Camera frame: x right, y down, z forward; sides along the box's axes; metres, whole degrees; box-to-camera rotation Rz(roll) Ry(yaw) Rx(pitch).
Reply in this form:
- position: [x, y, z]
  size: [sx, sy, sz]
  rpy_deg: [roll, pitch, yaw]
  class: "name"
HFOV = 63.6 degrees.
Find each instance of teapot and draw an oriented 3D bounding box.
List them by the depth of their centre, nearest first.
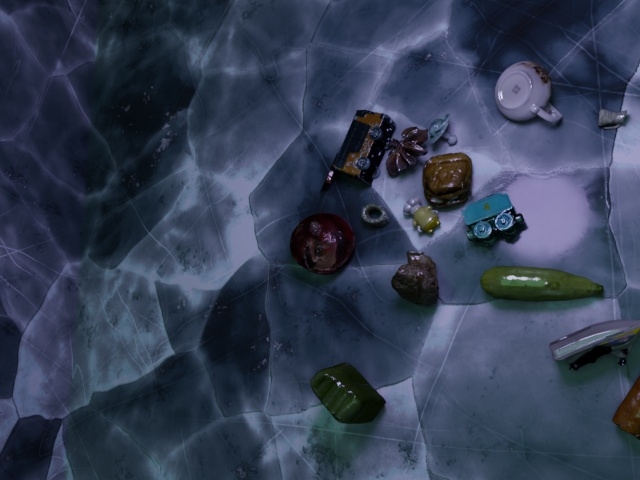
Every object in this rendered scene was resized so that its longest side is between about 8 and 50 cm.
- position: [0.971, -0.405, 1.718]
  size: [0.083, 0.057, 0.067]
  rpy_deg: [5, 117, 26]
  class: "teapot"
- position: [0.729, -0.520, 1.833]
  size: [0.204, 0.139, 0.298]
  rpy_deg: [-49, 59, 41]
  class: "teapot"

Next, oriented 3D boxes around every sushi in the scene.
- position: [0.054, -0.293, 2.158]
  size: [0.031, 0.139, 0.201]
  rpy_deg: [24, 90, -3]
  class: "sushi"

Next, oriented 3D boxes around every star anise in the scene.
- position: [0.330, -0.348, 2.007]
  size: [0.236, 0.093, 0.229]
  rpy_deg: [-56, 27, 21]
  class: "star anise"

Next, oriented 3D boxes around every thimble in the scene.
- position: [0.219, -0.099, 2.039]
  size: [0.109, 0.062, 0.085]
  rpy_deg: [23, 89, 32]
  class: "thimble"

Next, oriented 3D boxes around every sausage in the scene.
- position: [0.947, 0.437, 1.480]
  size: [0.108, 0.109, 0.271]
  rpy_deg: [33, 91, 31]
  class: "sausage"

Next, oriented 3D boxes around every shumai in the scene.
- position: [0.357, 0.121, 1.848]
  size: [0.166, 0.206, 0.176]
  rpy_deg: [13, 62, 25]
  class: "shumai"

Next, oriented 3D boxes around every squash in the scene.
- position: [0.710, 0.143, 1.678]
  size: [0.370, 0.118, 0.119]
  rpy_deg: [3, 78, 27]
  class: "squash"

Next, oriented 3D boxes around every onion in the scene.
- position: [0.000, 0.000, 2.059]
  size: [0.271, 0.195, 0.272]
  rpy_deg: [-7, 65, 15]
  class: "onion"

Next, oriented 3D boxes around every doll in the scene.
- position: [0.380, -0.098, 1.951]
  size: [0.106, 0.062, 0.162]
  rpy_deg: [-48, 62, 14]
  class: "doll"

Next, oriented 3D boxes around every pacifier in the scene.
- position: [0.474, -0.413, 1.964]
  size: [0.116, 0.150, 0.127]
  rpy_deg: [32, 116, -6]
  class: "pacifier"

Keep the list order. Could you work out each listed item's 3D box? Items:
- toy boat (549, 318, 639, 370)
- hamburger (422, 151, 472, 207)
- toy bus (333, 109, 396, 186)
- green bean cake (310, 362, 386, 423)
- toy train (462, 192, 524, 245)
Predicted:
- position: [0.836, 0.316, 1.555]
  size: [0.269, 0.140, 0.141]
  rpy_deg: [-15, 70, 22]
  class: "toy boat"
- position: [0.465, -0.229, 1.904]
  size: [0.183, 0.130, 0.206]
  rpy_deg: [-4, 73, 25]
  class: "hamburger"
- position: [0.181, -0.381, 2.093]
  size: [0.167, 0.138, 0.275]
  rpy_deg: [25, 92, 33]
  class: "toy bus"
- position: [0.093, 0.540, 1.831]
  size: [0.222, 0.248, 0.125]
  rpy_deg: [42, 99, 33]
  class: "green bean cake"
- position: [0.599, -0.074, 1.804]
  size: [0.197, 0.107, 0.155]
  rpy_deg: [-23, 60, 22]
  class: "toy train"
